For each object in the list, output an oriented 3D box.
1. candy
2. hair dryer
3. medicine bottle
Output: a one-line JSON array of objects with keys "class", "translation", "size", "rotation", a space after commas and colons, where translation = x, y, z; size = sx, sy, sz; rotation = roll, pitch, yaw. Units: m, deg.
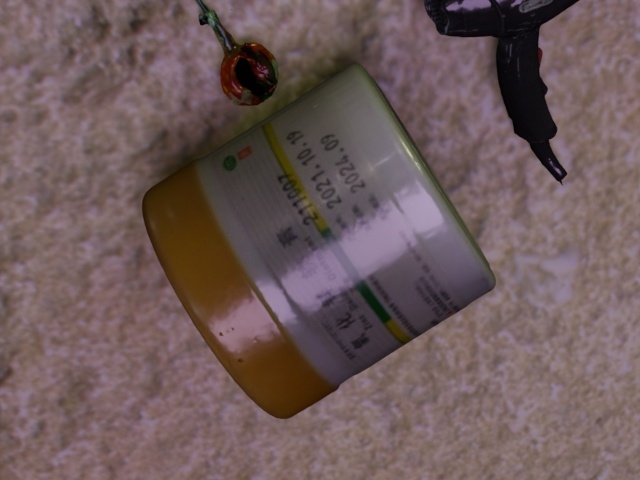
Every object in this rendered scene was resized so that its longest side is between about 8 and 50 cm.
[{"class": "candy", "translation": [-0.098, -0.197, 1.358], "size": [0.055, 0.049, 0.185], "rotation": [-43, 111, -22]}, {"class": "hair dryer", "translation": [0.216, -0.171, 1.420], "size": [0.235, 0.091, 0.272], "rotation": [-20, 131, -11]}, {"class": "medicine bottle", "translation": [0.000, 0.000, 1.358], "size": [0.232, 0.238, 0.238], "rotation": [-32, 117, 7]}]
